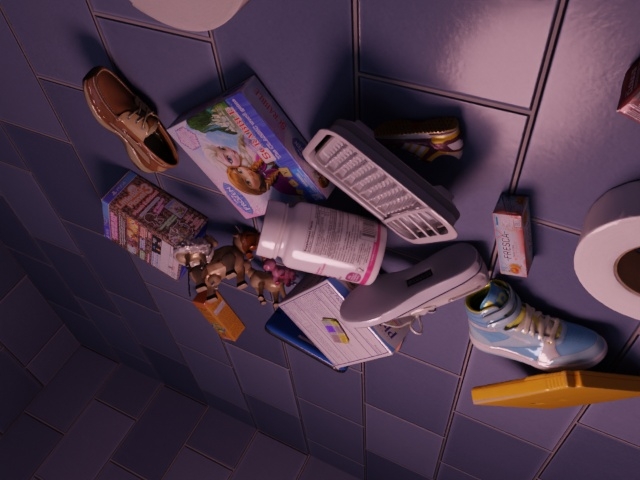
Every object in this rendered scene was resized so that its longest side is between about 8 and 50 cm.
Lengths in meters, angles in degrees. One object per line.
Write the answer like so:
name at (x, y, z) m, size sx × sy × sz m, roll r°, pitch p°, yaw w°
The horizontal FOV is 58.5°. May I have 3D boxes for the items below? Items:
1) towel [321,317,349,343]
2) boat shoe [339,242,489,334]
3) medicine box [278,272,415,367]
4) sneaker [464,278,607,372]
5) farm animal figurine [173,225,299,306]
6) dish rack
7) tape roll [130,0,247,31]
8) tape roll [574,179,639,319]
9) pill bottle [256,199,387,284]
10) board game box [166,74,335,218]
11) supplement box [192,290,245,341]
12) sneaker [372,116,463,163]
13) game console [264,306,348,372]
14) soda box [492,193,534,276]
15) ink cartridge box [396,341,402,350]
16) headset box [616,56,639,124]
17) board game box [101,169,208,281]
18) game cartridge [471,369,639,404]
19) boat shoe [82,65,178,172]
towel at (0.040, 0.244, 1.532) m, size 0.060 × 0.009 × 0.083 m, roll -1°, pitch 126°, yaw 46°
boat shoe at (0.232, 0.140, 1.371) m, size 0.367 × 0.136 × 0.156 m, roll -28°, pitch 128°, yaw 19°
medicine box at (0.070, 0.197, 1.592) m, size 0.263 × 0.149 × 0.289 m, roll 48°, pitch 144°, yaw -7°
sneaker at (0.474, 0.188, 1.308) m, size 0.319 × 0.127 × 0.208 m, roll 3°, pitch 138°, yaw 36°
farm animal figurine at (-0.240, 0.065, 1.680) m, size 0.327 × 0.172 × 0.330 m, roll -14°, pitch 141°, yaw -7°
dish rack at (0.127, -0.123, 1.173) m, size 0.333 × 0.072 × 0.285 m, roll 37°, pitch 171°, yaw -7°
tape roll at (-0.275, -0.562, 1.002) m, size 0.392 × 0.072 × 0.392 m, roll 21°, pitch 145°, yaw 16°
tape roll at (0.609, 0.027, 1.011) m, size 0.286 × 0.100 × 0.286 m, roll 21°, pitch 145°, yaw 16°
pill bottle at (0.000, 0.000, 1.348) m, size 0.283 × 0.160 × 0.160 m, roll 13°, pitch 147°, yaw -6°
board game box at (-0.171, -0.205, 1.379) m, size 0.318 × 0.066 × 0.319 m, roll -10°, pitch 128°, yaw 46°
supplement box at (-0.384, 0.283, 2.173) m, size 0.078 × 0.080 × 0.233 m, roll 4°, pitch 140°, yaw 39°
sneaker at (0.184, -0.187, 1.110) m, size 0.185 × 0.069 × 0.084 m, roll 6°, pitch 134°, yaw 35°
game console at (-0.038, 0.345, 1.897) m, size 0.293 × 0.250 × 0.173 m, roll 28°, pitch 120°, yaw 6°
soda box at (0.397, -0.008, 1.172) m, size 0.058 × 0.063 × 0.183 m, roll 9°, pitch 140°, yaw 31°
ink cartridge box at (0.169, 0.248, 1.707) m, size 0.179 × 0.045 × 0.145 m, roll 21°, pitch 145°, yaw 13°
headset box at (0.555, -0.219, 0.729) m, size 0.218 × 0.110 × 0.293 m, roll 31°, pitch 147°, yaw 1°
board game box at (-0.526, -0.040, 1.812) m, size 0.291 × 0.141 × 0.232 m, roll 32°, pitch 147°, yaw 1°
game cartridge at (0.586, 0.367, 1.402) m, size 0.285 × 0.053 × 0.323 m, roll 11°, pitch 153°, yaw -25°
boat shoe at (-0.466, -0.305, 1.461) m, size 0.120 × 0.122 × 0.324 m, roll 5°, pitch 146°, yaw 27°
